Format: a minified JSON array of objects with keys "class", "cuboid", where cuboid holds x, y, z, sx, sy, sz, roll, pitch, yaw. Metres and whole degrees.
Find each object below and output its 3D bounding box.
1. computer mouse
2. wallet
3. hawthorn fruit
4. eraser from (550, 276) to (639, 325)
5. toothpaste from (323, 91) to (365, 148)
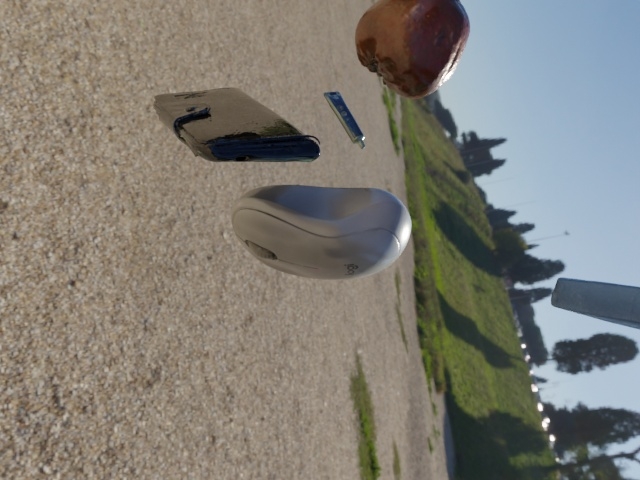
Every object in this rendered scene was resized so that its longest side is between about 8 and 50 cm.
[{"class":"computer mouse","cuboid":[0.000,0.000,0.918,0.184,0.296,0.121,92,-1,-58]},{"class":"wallet","cuboid":[-0.142,-0.179,0.832,0.318,0.172,0.045,-135,-136,-53]},{"class":"hawthorn fruit","cuboid":[0.142,-0.272,0.754,0.149,0.189,0.149,-20,90,-81]},{"class":"eraser","cuboid":[0.434,0.096,0.698,0.311,0.144,0.043,15,86,-36]},{"class":"toothpaste","cuboid":[0.071,-0.327,1.521,0.197,0.057,0.035,62,-35,19]}]
